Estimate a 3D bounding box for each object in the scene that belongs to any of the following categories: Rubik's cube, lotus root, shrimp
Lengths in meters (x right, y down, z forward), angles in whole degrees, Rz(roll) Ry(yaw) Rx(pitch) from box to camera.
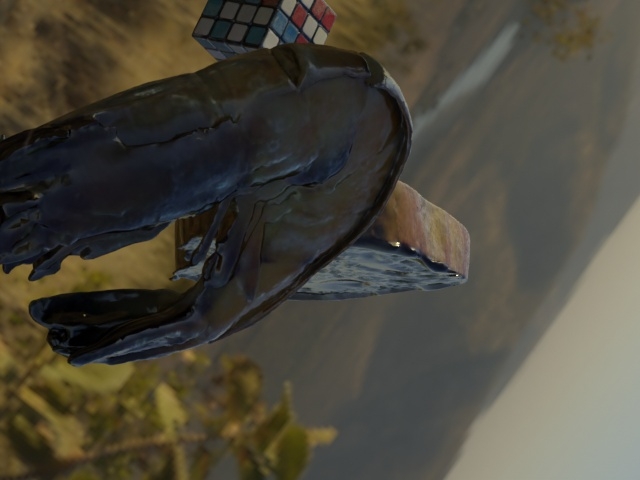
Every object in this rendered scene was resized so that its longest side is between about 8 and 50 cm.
[{"bbox_3d":[-0.056,-0.216,1.673,0.092,0.092,0.092,40,69,-51],"label":"Rubik's cube"},{"bbox_3d":[0.000,0.000,1.981,0.390,0.375,0.111,150,-50,-67],"label":"lotus root"},{"bbox_3d":[-0.086,-0.005,0.813,0.289,0.075,0.178,-22,138,-31],"label":"shrimp"}]
